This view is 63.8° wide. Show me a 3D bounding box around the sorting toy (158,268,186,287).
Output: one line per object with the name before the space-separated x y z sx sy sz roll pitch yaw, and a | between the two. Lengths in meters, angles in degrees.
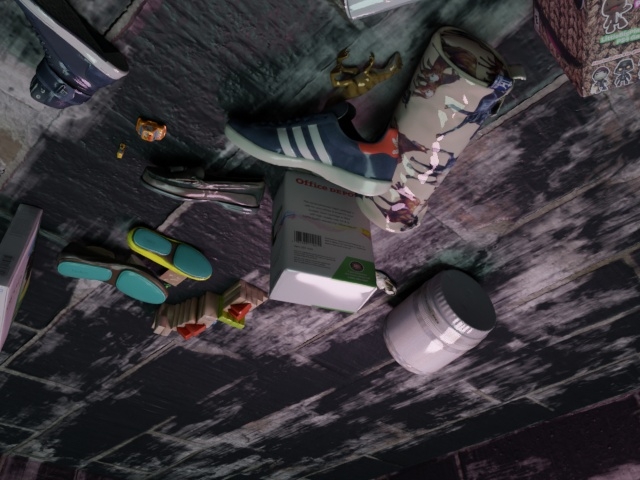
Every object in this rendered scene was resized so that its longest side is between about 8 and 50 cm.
sorting toy | -0.412 0.104 1.412 0.083 0.012 0.062 -34 135 25

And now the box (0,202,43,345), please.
box | -0.738 0.100 1.216 0.058 0.232 0.322 19 134 -23

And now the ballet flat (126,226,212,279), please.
ballet flat | -0.385 0.035 1.303 0.231 0.077 0.077 32 149 -30

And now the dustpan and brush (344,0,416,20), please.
dustpan and brush | 0.093 -0.444 0.795 0.147 0.060 0.211 -13 138 10

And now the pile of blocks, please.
pile of blocks | -0.326 0.232 1.490 0.362 0.113 0.149 -17 137 14

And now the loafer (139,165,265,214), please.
loafer | -0.249 -0.130 1.119 0.267 0.096 0.084 13 116 -28

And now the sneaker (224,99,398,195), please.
sneaker | -0.014 -0.208 0.987 0.350 0.131 0.148 19 108 10

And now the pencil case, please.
pencil case | 0.214 -0.193 1.016 0.183 0.160 0.410 22 134 -5

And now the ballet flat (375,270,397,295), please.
ballet flat | 0.183 0.125 1.465 0.041 0.041 0.114 -31 132 27

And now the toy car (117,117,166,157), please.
toy car | -0.367 -0.198 1.052 0.060 0.041 0.122 28 129 -31

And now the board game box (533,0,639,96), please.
board game box | 0.410 -0.405 0.738 0.141 0.232 0.291 -15 137 12

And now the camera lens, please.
camera lens | 0.330 0.239 1.469 0.219 0.219 0.274 20 133 -25

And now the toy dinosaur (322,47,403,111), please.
toy dinosaur | 0.054 -0.289 0.968 0.211 0.064 0.112 -26 135 23

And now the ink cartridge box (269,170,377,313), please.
ink cartridge box | 0.000 0.000 1.130 0.201 0.278 0.117 12 139 -18

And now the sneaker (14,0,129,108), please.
sneaker | -0.468 -0.324 0.866 0.163 0.086 0.226 -26 135 19

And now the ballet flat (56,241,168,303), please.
ballet flat | -0.514 0.071 1.302 0.280 0.096 0.095 26 126 -28
